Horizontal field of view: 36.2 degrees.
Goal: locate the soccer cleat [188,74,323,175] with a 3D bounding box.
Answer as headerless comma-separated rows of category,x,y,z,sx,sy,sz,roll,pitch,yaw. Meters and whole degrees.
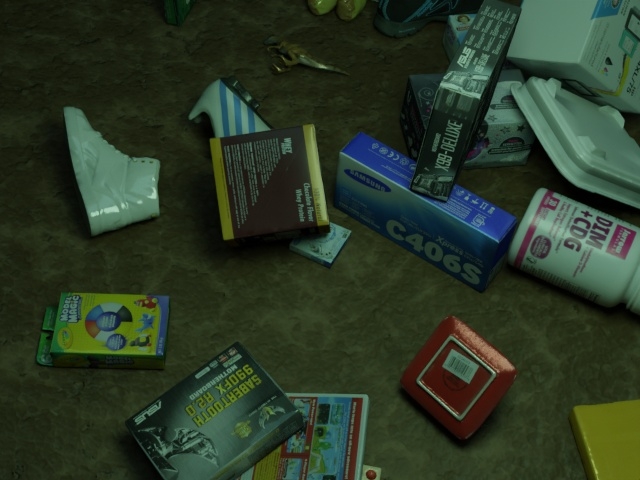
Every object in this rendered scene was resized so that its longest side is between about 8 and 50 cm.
soccer cleat,-0.133,-0.184,1.980,0.143,0.116,0.331,-44,73,4

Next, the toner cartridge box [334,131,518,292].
toner cartridge box,0.190,-0.054,1.855,0.348,0.165,0.075,31,56,19

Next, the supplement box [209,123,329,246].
supplement box,-0.091,-0.098,1.822,0.194,0.129,0.191,-9,83,1

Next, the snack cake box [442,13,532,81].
snack cake box,0.427,-0.440,2.225,0.264,0.089,0.152,-6,54,-10

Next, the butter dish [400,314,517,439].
butter dish,0.248,0.232,1.675,0.160,0.118,0.160,40,103,24

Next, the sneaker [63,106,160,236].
sneaker,-0.404,-0.149,1.924,0.169,0.108,0.292,-14,64,-17

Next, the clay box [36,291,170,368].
clay box,-0.379,0.157,1.711,0.222,0.053,0.127,2,51,-4

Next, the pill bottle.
pill bottle,0.506,0.026,1.821,0.283,0.160,0.160,24,54,13

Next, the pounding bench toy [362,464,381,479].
pounding bench toy,0.063,0.404,1.548,0.052,0.065,0.083,10,52,3

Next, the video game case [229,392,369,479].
video game case,-0.071,0.338,1.572,0.285,0.025,0.204,-1,51,13

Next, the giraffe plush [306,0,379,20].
giraffe plush,0.069,-0.635,2.293,0.210,0.170,0.181,-4,52,-8

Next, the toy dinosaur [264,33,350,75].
toy dinosaur,-0.049,-0.409,2.176,0.211,0.064,0.112,33,55,19

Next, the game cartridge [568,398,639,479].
game cartridge,0.605,0.392,1.620,0.324,0.052,0.285,-4,53,-5

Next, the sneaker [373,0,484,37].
sneaker,0.284,-0.585,2.294,0.341,0.139,0.125,-27,57,-25

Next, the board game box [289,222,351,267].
board game box,0.000,0.000,1.887,0.090,0.020,0.090,25,54,14

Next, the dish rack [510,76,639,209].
dish rack,0.546,-0.203,1.955,0.333,0.072,0.285,14,41,-40

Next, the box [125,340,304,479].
box,-0.171,0.295,1.576,0.231,0.056,0.183,-35,51,-15

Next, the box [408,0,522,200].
box,0.265,-0.258,1.775,0.076,0.242,0.307,21,48,9

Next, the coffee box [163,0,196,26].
coffee box,-0.313,-0.596,2.269,0.040,0.113,0.184,14,54,10

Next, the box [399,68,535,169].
box,0.307,-0.249,2.031,0.247,0.142,0.163,-5,52,-8

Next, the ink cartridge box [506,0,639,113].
ink cartridge box,0.557,-0.410,2.030,0.197,0.270,0.198,19,88,48
